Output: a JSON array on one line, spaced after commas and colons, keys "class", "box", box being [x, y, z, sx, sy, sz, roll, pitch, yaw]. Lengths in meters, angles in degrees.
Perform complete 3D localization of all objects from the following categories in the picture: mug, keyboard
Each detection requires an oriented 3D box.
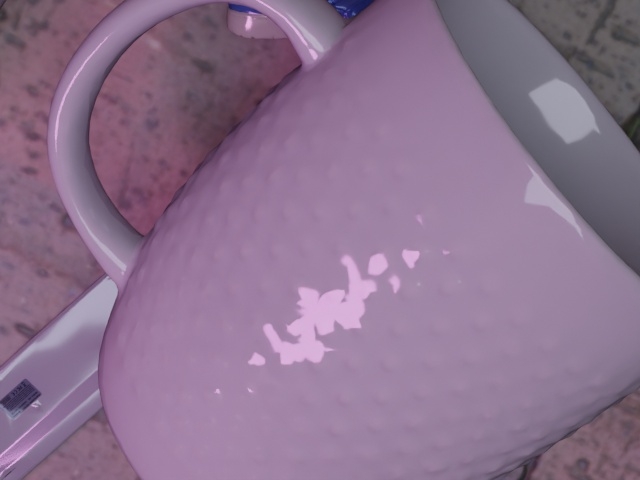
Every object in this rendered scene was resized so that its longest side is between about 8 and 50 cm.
[{"class": "mug", "box": [0.000, 0.000, 0.915, 0.328, 0.276, 0.374, -39, 102, 21]}, {"class": "keyboard", "box": [-0.207, 0.119, 1.062, 0.256, 0.014, 0.072, -41, 100, 6]}]

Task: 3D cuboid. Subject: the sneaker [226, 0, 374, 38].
[{"class": "sneaker", "box": [0.014, -0.177, 0.976, 0.152, 0.058, 0.085, 1, 114, 0]}]

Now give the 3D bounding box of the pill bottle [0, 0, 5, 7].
[{"class": "pill bottle", "box": [-0.176, -0.252, 0.904, 0.121, 0.121, 0.221, 36, 99, -14]}]
